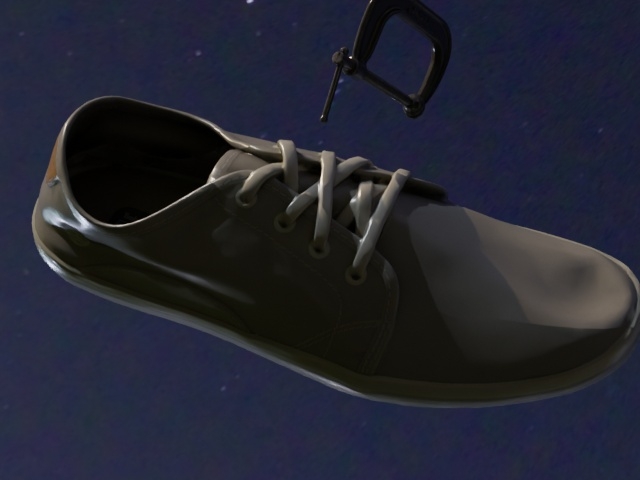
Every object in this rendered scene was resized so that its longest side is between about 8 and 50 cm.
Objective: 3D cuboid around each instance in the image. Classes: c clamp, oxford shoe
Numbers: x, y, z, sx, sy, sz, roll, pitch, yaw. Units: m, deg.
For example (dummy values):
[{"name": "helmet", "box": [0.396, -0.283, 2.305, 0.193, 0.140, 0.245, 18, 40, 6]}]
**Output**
[{"name": "c clamp", "box": [0.063, -0.156, 1.070, 0.022, 0.160, 0.137, 18, -87, 38]}, {"name": "oxford shoe", "box": [0.000, 0.000, 0.823, 0.449, 0.169, 0.130, 14, -45, 13]}]
